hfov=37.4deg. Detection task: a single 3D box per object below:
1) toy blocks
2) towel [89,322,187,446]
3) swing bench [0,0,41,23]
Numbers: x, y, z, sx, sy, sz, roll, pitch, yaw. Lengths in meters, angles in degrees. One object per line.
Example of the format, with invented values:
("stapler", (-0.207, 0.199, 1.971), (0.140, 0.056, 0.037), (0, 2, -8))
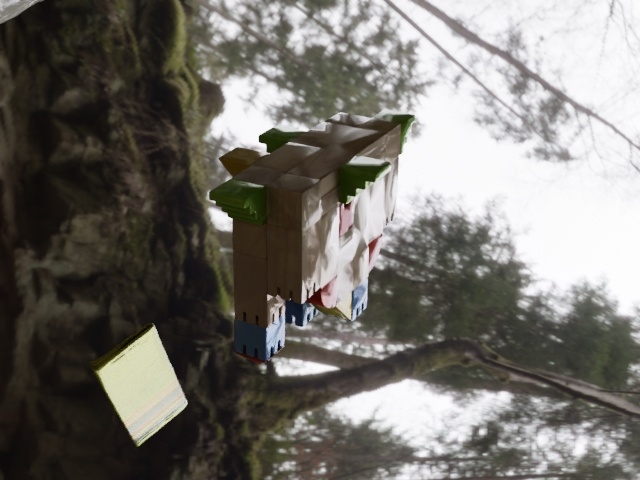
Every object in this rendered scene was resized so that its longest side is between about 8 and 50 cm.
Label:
("toy blocks", (0.000, 0.000, 1.247), (0.190, 0.381, 0.261), (14, -61, 24))
("towel", (-0.252, 0.206, 1.337), (0.102, 0.237, 0.021), (-39, -121, -21))
("swing bench", (-0.345, -0.299, 0.836), (0.253, 0.255, 0.165), (-37, -152, -24))
